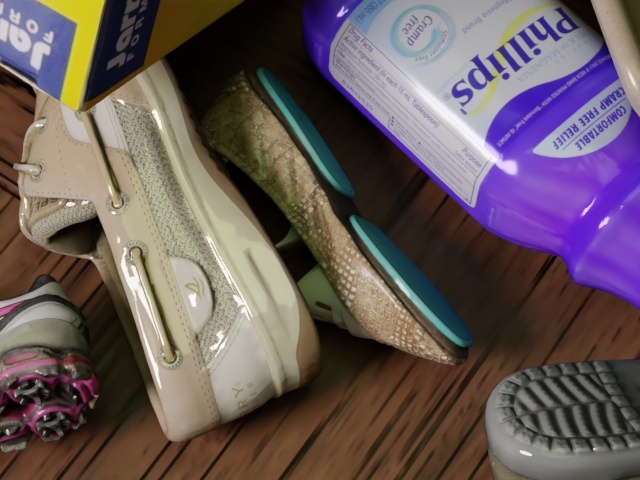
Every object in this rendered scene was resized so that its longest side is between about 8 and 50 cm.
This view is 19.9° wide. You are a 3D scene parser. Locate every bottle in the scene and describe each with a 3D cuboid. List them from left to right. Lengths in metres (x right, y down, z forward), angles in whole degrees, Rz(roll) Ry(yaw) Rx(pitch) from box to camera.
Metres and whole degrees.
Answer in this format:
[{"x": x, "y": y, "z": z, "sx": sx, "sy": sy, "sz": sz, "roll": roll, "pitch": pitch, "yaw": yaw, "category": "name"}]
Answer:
[{"x": 0.118, "y": -0.058, "z": 0.977, "sx": 0.118, "sy": 0.092, "sz": 0.283, "roll": -38, "pitch": 70, "yaw": -19, "category": "bottle"}]

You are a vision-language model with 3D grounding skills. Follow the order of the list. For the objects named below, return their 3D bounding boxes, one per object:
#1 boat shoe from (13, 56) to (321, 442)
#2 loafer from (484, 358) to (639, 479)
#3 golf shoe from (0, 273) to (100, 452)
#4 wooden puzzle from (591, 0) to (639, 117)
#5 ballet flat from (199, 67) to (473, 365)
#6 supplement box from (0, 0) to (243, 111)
[{"x": -0.113, "y": -0.035, "z": 0.958, "sx": 0.098, "sy": 0.109, "sz": 0.302, "roll": -27, "pitch": 72, "yaw": -15, "category": "boat shoe"}, {"x": 0.196, "y": 0.108, "z": 0.910, "sx": 0.251, "sy": 0.087, "sz": 0.094, "roll": 1, "pitch": 36, "yaw": -12, "category": "loafer"}, {"x": -0.205, "y": 0.076, "z": 0.923, "sx": 0.186, "sy": 0.067, "sz": 0.086, "roll": -17, "pitch": 50, "yaw": -3, "category": "golf shoe"}, {"x": 0.285, "y": -0.199, "z": 1.015, "sx": 0.348, "sy": 0.080, "sz": 0.322, "roll": -7, "pitch": 58, "yaw": -10, "category": "wooden puzzle"}, {"x": 0.000, "y": 0.000, "z": 0.972, "sx": 0.067, "sy": 0.073, "sz": 0.206, "roll": -41, "pitch": 65, "yaw": 10, "category": "ballet flat"}, {"x": -0.081, "y": -0.252, "z": 0.939, "sx": 0.194, "sy": 0.195, "sz": 0.356, "roll": 30, "pitch": 40, "yaw": 13, "category": "supplement box"}]
